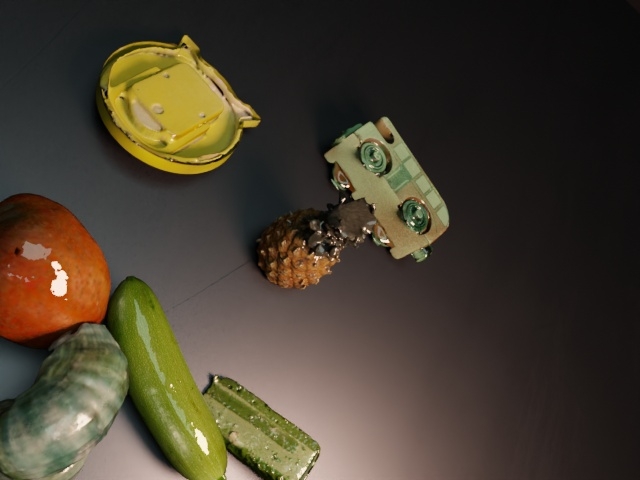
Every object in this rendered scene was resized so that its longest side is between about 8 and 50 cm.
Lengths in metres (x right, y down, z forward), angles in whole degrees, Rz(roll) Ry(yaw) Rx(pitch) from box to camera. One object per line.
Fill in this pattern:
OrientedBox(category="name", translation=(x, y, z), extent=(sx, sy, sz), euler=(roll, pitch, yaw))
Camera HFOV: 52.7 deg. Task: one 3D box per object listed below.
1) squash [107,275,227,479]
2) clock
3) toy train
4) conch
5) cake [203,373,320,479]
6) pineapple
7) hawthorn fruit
OrientedBox(category="squash", translation=(-0.253, 0.248, 1.058), extent=(0.107, 0.107, 0.395), euler=(-28, 97, -33))
OrientedBox(category="clock", translation=(-0.279, -0.247, 1.221), extent=(0.277, 0.071, 0.293), euler=(52, 45, 4))
OrientedBox(category="toy train", translation=(0.151, -0.108, 1.399), extent=(0.159, 0.129, 0.326), euler=(-39, 95, -39))
OrientedBox(category="conch", translation=(-0.389, 0.260, 0.930), extent=(0.195, 0.220, 0.277), euler=(14, 105, 5))
OrientedBox(category="cake", translation=(-0.120, 0.349, 1.157), extent=(0.235, 0.099, 0.100), euler=(34, 59, 8))
OrientedBox(category="pineapple", translation=(0.000, 0.000, 1.187), extent=(0.157, 0.278, 0.158), euler=(10, 70, -31))
OrientedBox(category="hawthorn fruit", translation=(-0.416, 0.062, 0.984), extent=(0.262, 0.210, 0.211), euler=(50, 53, -39))
